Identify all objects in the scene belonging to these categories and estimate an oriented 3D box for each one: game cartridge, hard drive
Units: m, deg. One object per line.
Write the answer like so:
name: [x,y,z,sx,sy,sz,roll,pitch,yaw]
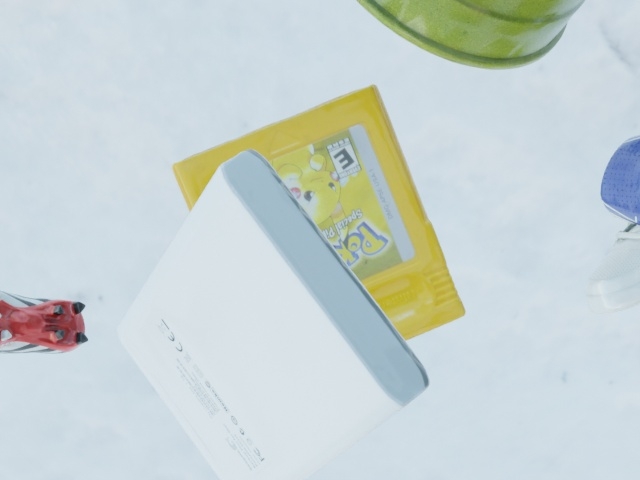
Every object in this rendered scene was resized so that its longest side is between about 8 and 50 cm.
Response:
game cartridge: [0.000,0.000,1.649,0.285,0.052,0.324,-23,93,-7]
hard drive: [-0.053,0.086,0.986,0.040,0.307,0.203,-33,81,-33]

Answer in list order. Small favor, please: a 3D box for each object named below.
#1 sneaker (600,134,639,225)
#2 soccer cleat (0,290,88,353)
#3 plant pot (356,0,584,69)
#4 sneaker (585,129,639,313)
sneaker: [0.395,-0.062,1.292,0.182,0.315,0.128,11,94,-40]
soccer cleat: [-0.127,0.031,0.497,0.035,0.083,0.029,-17,72,35]
plant pot: [0.216,-0.433,1.363,0.366,0.353,0.367,16,53,-23]
sneaker: [0.389,-0.048,1.507,0.292,0.108,0.169,-34,108,-29]
